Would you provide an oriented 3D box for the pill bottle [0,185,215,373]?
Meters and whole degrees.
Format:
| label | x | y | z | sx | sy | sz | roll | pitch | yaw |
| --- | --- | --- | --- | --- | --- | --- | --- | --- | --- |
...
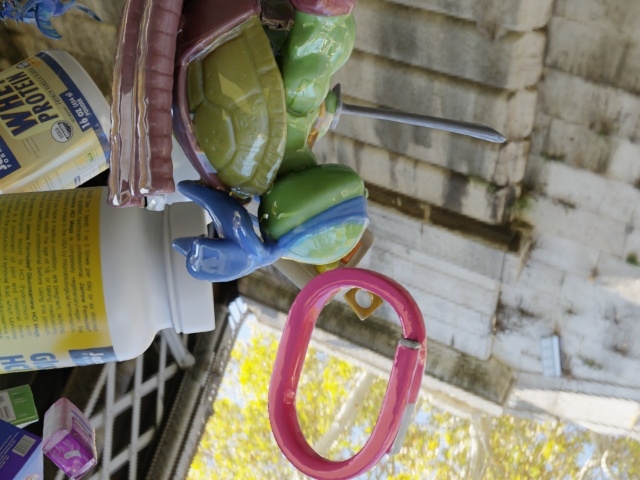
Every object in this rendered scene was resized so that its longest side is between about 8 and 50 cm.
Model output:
| label | x | y | z | sx | sy | sz | roll | pitch | yaw |
| --- | --- | --- | --- | --- | --- | --- | --- | --- | --- |
| pill bottle | -0.283 | 0.041 | 0.837 | 0.334 | 0.188 | 0.188 | -5 | -129 | -7 |

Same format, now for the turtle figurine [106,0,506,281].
| label | x | y | z | sx | sy | sz | roll | pitch | yaw |
| --- | --- | --- | --- | --- | --- | --- | --- | --- | --- |
| turtle figurine | -0.008 | -0.136 | 0.410 | 0.274 | 0.198 | 0.266 | -34 | -95 | 2 |

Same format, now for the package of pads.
| label | x | y | z | sx | sy | sz | roll | pitch | yaw |
| --- | --- | --- | --- | --- | --- | --- | --- | --- | --- |
| package of pads | -0.242 | 0.189 | 0.764 | 0.032 | 0.050 | 0.083 | -41 | -161 | -6 |

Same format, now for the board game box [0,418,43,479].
| label | x | y | z | sx | sy | sz | roll | pitch | yaw |
| --- | --- | --- | --- | --- | --- | --- | --- | --- | --- |
| board game box | -0.517 | 0.453 | 1.098 | 0.078 | 0.233 | 0.347 | 24 | -137 | 5 |

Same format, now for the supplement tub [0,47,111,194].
| label | x | y | z | sx | sy | sz | roll | pitch | yaw |
| --- | --- | --- | --- | --- | --- | --- | --- | --- | --- |
| supplement tub | -0.522 | -0.159 | 1.343 | 0.316 | 0.228 | 0.228 | -36 | -124 | -22 |

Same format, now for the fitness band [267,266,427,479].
| label | x | y | z | sx | sy | sz | roll | pitch | yaw |
| --- | --- | --- | --- | --- | --- | --- | --- | --- | --- |
| fitness band | 0.030 | 0.180 | 1.074 | 0.209 | 0.054 | 0.291 | 18 | -86 | 32 |

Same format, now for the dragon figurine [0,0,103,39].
| label | x | y | z | sx | sy | sz | roll | pitch | yaw |
| --- | --- | --- | --- | --- | --- | --- | --- | --- | --- |
| dragon figurine | -0.544 | -0.452 | 1.559 | 0.085 | 0.289 | 0.144 | 26 | -90 | 11 |

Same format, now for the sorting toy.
| label | x | y | z | sx | sy | sz | roll | pitch | yaw |
| --- | --- | --- | --- | --- | --- | --- | --- | --- | --- |
| sorting toy | 0.000 | 0.000 | 1.522 | 0.347 | 0.047 | 0.196 | 42 | -123 | -5 |

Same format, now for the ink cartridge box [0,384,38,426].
| label | x | y | z | sx | sy | sz | roll | pitch | yaw |
| --- | --- | --- | --- | --- | --- | --- | --- | --- | --- |
| ink cartridge box | -0.565 | 0.303 | 1.292 | 0.109 | 0.209 | 0.062 | -7 | -108 | -52 |

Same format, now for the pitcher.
| label | x | y | z | sx | sy | sz | roll | pitch | yaw |
| --- | --- | --- | --- | --- | --- | --- | --- | --- | --- |
| pitcher | -0.197 | -0.057 | 1.074 | 0.125 | 0.207 | 0.178 | 40 | -139 | 7 |
